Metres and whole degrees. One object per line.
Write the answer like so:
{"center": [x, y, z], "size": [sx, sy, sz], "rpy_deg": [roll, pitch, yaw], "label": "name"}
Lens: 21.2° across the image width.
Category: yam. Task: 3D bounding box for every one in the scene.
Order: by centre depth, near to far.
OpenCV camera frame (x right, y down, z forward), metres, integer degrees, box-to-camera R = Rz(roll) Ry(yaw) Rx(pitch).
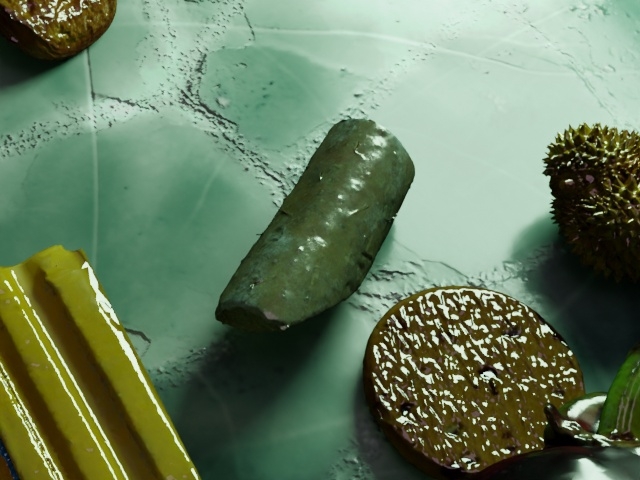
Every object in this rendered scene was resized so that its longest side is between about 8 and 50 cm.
{"center": [0.000, 0.000, 1.569], "size": [0.106, 0.106, 0.259], "rpy_deg": [25, 56, 9], "label": "yam"}

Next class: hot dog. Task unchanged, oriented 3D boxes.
{"center": [-0.273, -0.234, 1.720], "size": [0.099, 0.065, 0.147], "rpy_deg": [36, 44, 17], "label": "hot dog"}

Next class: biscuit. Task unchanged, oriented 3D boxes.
{"center": [0.137, 0.130, 1.538], "size": [0.212, 0.036, 0.212], "rpy_deg": [5, 51, -6], "label": "biscuit"}

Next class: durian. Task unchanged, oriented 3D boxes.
{"center": [0.294, -0.036, 1.637], "size": [0.168, 0.137, 0.158], "rpy_deg": [8, 71, -21], "label": "durian"}

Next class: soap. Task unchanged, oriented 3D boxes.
{"center": [-0.230, 0.171, 1.403], "size": [0.204, 0.096, 0.324], "rpy_deg": [-20, 60, -22], "label": "soap"}

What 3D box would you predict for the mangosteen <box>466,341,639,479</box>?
{"center": [0.219, 0.252, 1.270], "size": [0.306, 0.306, 0.359], "rpy_deg": [13, 94, 0], "label": "mangosteen"}
